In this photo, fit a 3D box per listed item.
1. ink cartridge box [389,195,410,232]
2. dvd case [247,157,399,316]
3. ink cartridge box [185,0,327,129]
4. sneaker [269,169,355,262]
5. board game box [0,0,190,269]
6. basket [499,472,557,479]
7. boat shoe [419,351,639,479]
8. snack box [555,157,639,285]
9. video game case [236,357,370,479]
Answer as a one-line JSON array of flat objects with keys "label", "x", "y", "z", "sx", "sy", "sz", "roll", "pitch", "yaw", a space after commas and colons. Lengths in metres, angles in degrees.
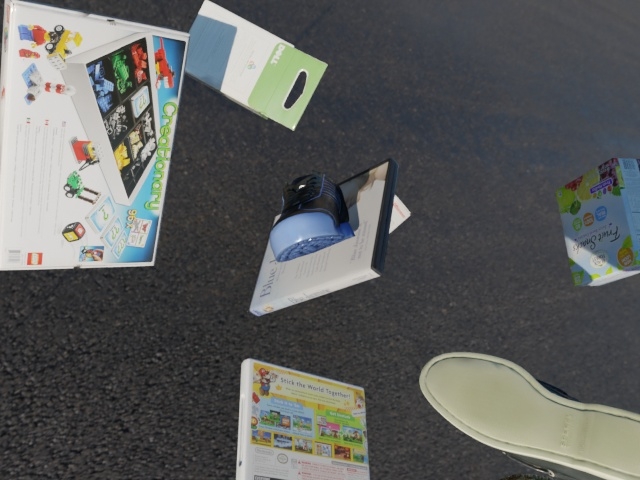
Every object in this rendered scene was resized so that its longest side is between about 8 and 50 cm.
[{"label": "ink cartridge box", "x": 0.113, "y": -0.045, "z": 1.265, "sx": 0.052, "sy": 0.122, "sz": 0.088, "roll": 53, "pitch": 7, "yaw": 34}, {"label": "dvd case", "x": 0.000, "y": 0.000, "z": 0.873, "sx": 0.022, "sy": 0.253, "sz": 0.180, "roll": 34, "pitch": 52, "yaw": -31}, {"label": "ink cartridge box", "x": -0.100, "y": -0.254, "z": 0.918, "sx": 0.209, "sy": 0.109, "sz": 0.062, "roll": 29, "pitch": 4, "yaw": 6}, {"label": "sneaker", "x": -0.016, "y": -0.032, "z": 0.694, "sx": 0.232, "sy": 0.081, "sz": 0.090, "roll": -8, "pitch": 76, "yaw": -81}, {"label": "board game box", "x": -0.276, "y": -0.112, "z": 0.738, "sx": 0.193, "sy": 0.305, "sz": 0.053, "roll": 0, "pitch": 25, "yaw": -35}, {"label": "basket", "x": 0.411, "y": 0.594, "z": 1.254, "sx": 0.223, "sy": 0.299, "sz": 0.213, "roll": -21, "pitch": 50, "yaw": -35}, {"label": "boat shoe", "x": 0.302, "y": 0.256, "z": 0.857, "sx": 0.127, "sy": 0.340, "sz": 0.113, "roll": -63, "pitch": 147, "yaw": -28}, {"label": "snack box", "x": 0.548, "y": -0.030, "z": 1.189, "sx": 0.070, "sy": 0.174, "sz": 0.207, "roll": -1, "pitch": 73, "yaw": -17}, {"label": "video game case", "x": -0.020, "y": 0.296, "z": 0.913, "sx": 0.227, "sy": 0.026, "sz": 0.206, "roll": 22, "pitch": 50, "yaw": -31}]
